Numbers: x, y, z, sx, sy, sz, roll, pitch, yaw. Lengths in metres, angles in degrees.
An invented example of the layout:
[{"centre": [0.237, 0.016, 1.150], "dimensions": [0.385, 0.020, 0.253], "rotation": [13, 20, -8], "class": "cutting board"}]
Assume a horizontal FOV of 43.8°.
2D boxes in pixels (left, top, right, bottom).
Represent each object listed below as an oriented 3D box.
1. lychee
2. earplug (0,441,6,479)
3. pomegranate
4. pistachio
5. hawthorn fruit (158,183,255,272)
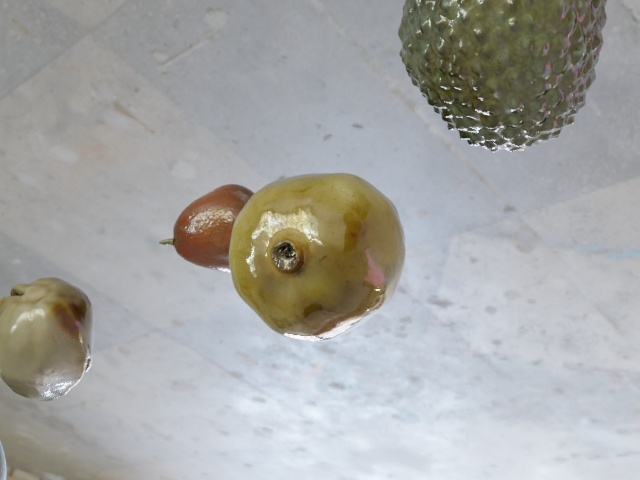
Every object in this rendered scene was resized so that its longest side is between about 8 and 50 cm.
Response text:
[{"centre": [0.216, -0.243, 0.925], "dimensions": [0.255, 0.274, 0.255], "rotation": [-21, 174, -2], "class": "lychee"}, {"centre": [-0.600, 0.431, 1.333], "dimensions": [0.175, 0.325, 0.214], "rotation": [-50, 137, 5], "class": "earplug"}, {"centre": [-0.004, 0.020, 1.019], "dimensions": [0.233, 0.233, 0.233], "rotation": [9, 146, 6], "class": "pomegranate"}, {"centre": [-0.366, 0.134, 1.058], "dimensions": [0.143, 0.144, 0.215], "rotation": [18, 140, -8], "class": "pistachio"}, {"centre": [-0.240, -0.017, 1.776], "dimensions": [0.251, 0.200, 0.199], "rotation": [-12, 143, 1], "class": "hawthorn fruit"}]
